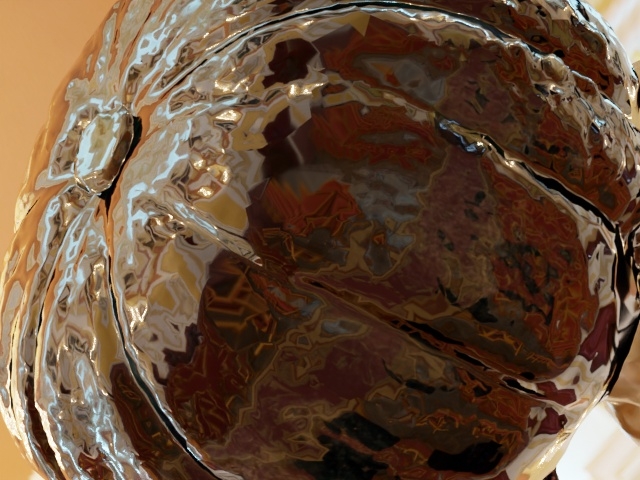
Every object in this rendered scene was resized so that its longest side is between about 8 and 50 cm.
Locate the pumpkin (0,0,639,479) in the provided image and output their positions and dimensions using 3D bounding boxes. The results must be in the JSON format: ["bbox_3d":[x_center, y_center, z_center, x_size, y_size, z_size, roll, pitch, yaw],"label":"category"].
[{"bbox_3d":[0.000,0.000,0.813,0.266,0.363,0.363,30,-81,-30],"label":"pumpkin"}]

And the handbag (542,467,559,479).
[{"bbox_3d":[0.072,0.240,1.231,0.260,0.162,0.113,-11,-22,2],"label":"handbag"}]

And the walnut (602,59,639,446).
[{"bbox_3d":[0.327,0.022,1.206,0.383,0.383,0.384,-6,-68,-16],"label":"walnut"}]
